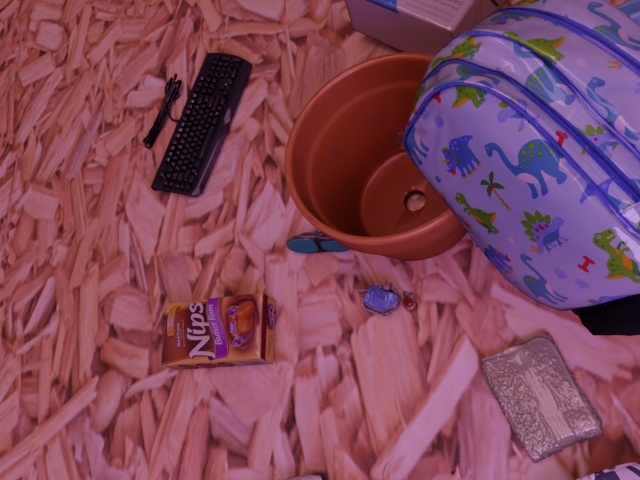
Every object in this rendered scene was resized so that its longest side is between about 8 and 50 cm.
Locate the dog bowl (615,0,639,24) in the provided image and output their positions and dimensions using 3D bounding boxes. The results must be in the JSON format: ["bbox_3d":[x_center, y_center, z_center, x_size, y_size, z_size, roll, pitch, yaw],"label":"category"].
[{"bbox_3d":[0.506,-0.317,0.832,0.297,0.074,0.166,-20,18,15],"label":"dog bowl"}]

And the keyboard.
[{"bbox_3d":[-0.270,-0.244,1.214,0.201,0.033,0.317,10,73,27],"label":"keyboard"}]

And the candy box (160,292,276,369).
[{"bbox_3d":[-0.169,0.153,0.991,0.186,0.053,0.109,-9,66,21],"label":"candy box"}]

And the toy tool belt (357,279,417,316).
[{"bbox_3d":[0.100,0.088,0.903,0.083,0.051,0.052,7,72,25],"label":"toy tool belt"}]

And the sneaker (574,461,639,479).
[{"bbox_3d":[0.367,0.331,0.662,0.234,0.094,0.153,-20,53,3],"label":"sneaker"}]

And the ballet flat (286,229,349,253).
[{"bbox_3d":[0.000,0.000,0.996,0.114,0.041,0.041,0,69,23],"label":"ballet flat"}]

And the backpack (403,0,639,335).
[{"bbox_3d":[0.256,-0.076,0.606,0.273,0.290,0.356,-22,83,-10],"label":"backpack"}]

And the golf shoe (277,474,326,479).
[{"bbox_3d":[-0.011,0.407,0.811,0.086,0.069,0.176,-21,63,7],"label":"golf shoe"}]

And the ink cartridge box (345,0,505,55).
[{"bbox_3d":[0.216,-0.481,1.034,0.223,0.129,0.307,31,83,22],"label":"ink cartridge box"}]

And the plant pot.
[{"bbox_3d":[0.118,-0.095,0.885,0.290,0.203,0.291,-8,66,19],"label":"plant pot"}]

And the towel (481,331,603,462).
[{"bbox_3d":[0.287,0.204,0.789,0.110,0.027,0.148,-29,61,11],"label":"towel"}]
